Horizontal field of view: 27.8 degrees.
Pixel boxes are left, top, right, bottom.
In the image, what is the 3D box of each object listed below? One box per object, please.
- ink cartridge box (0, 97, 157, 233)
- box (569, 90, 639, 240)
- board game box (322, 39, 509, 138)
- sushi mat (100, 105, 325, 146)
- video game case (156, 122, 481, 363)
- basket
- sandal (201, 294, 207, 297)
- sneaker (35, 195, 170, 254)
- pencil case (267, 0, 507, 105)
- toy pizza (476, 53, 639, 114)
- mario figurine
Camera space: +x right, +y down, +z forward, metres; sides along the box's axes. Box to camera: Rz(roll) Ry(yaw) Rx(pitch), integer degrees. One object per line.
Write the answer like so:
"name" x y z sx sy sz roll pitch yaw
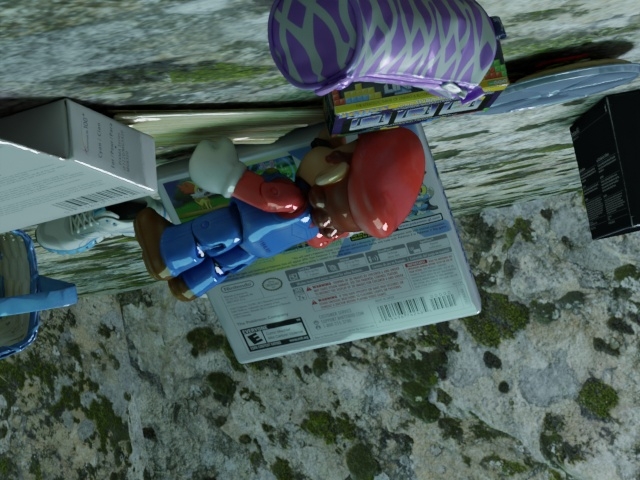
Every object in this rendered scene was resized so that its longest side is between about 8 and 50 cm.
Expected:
"ink cartridge box" -0.342 -0.064 1.180 0.296 0.066 0.261 -13 165 25
"box" 0.449 -0.107 1.878 0.103 0.184 0.261 -13 176 -1
"board game box" 0.089 -0.148 1.286 0.170 0.048 0.141 -10 174 -3
"sushi mat" -0.127 -0.117 1.354 0.316 0.019 0.151 -7 174 -43
"video game case" 0.000 0.000 1.585 0.329 0.300 0.036 -13 -149 15
"basket" -0.492 0.077 1.784 0.255 0.201 0.289 -6 -176 -26
"sandal" -0.026 0.004 2.159 0.416 0.102 0.169 -21 -153 7
"sneaker" -0.311 -0.034 1.809 0.191 0.071 0.083 -14 163 2
"pencil case" 0.050 -0.144 0.944 0.086 0.088 0.206 -17 173 38
"toy pizza" 0.255 -0.177 1.437 0.201 0.032 0.201 -11 177 -1
"mario figurine" -0.040 -0.055 1.433 0.321 0.170 0.198 -21 -174 9
